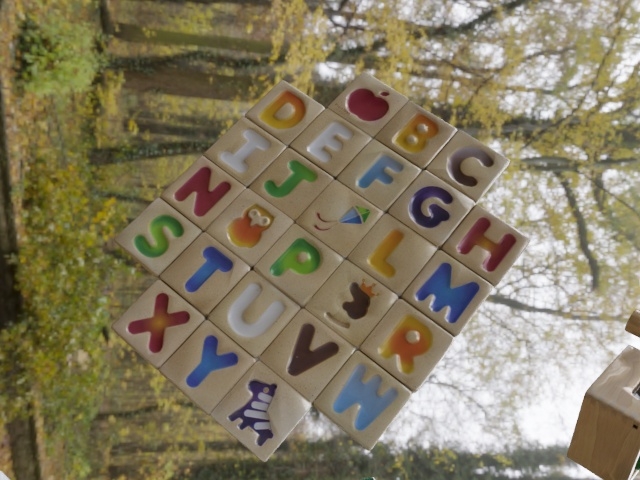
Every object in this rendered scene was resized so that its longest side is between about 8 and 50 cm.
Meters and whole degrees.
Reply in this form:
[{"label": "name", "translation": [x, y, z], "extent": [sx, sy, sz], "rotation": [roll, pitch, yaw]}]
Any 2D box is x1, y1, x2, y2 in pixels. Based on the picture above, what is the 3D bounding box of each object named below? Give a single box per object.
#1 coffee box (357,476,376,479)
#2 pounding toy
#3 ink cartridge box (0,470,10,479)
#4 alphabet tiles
[{"label": "coffee box", "translation": [0.000, 0.373, 0.882], "extent": [0.113, 0.184, 0.040], "rotation": [64, 13, -52]}, {"label": "pounding toy", "translation": [0.429, 0.192, 0.854], "extent": [0.094, 0.181, 0.206], "rotation": [29, -46, 37]}, {"label": "ink cartridge box", "translation": [-0.169, 0.256, 0.253], "extent": [0.273, 0.197, 0.114], "rotation": [29, -31, 54]}, {"label": "alphabet tiles", "translation": [0.000, 0.000, 0.566], "extent": [0.342, 0.285, 0.011], "rotation": [-48, 161, -19]}]
